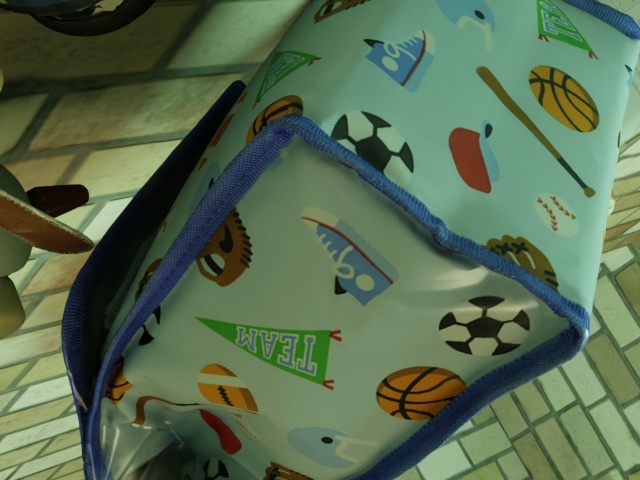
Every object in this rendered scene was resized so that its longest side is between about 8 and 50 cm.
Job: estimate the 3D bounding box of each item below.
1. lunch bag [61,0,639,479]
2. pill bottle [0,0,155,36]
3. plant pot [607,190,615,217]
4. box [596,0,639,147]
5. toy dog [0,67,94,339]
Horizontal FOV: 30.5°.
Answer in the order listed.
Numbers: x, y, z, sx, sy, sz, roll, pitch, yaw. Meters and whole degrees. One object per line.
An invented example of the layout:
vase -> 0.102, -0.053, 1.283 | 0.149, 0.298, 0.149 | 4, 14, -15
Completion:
lunch bag -> 0.000, 0.000, 0.797 | 0.385, 0.239, 0.328 | -49, -171, 43
pill bottle -> -0.141, -0.179, 0.542 | 0.123, 0.123, 0.219 | -29, 164, 1
plant pot -> 0.130, -0.085, 1.103 | 0.275, 0.243, 0.275 | -27, 166, -7
box -> 0.202, -0.188, 0.913 | 0.322, 0.232, 0.058 | -33, 179, 19
toy dog -> -0.213, -0.034, 0.746 | 0.161, 0.220, 0.334 | -24, -169, -21
